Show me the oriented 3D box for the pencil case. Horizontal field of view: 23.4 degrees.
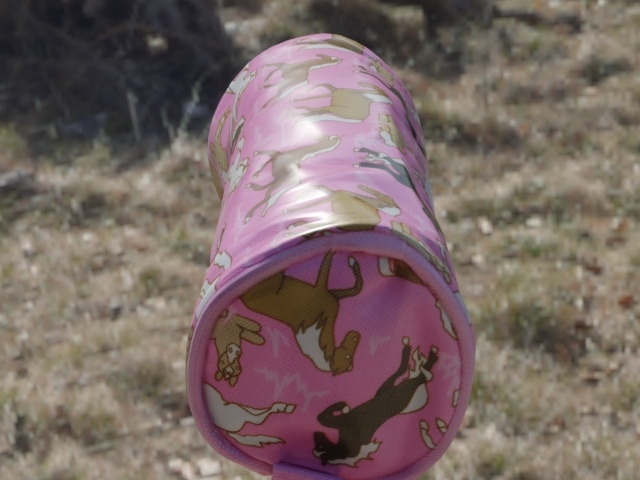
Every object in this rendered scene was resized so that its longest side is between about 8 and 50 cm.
[{"bbox_3d":[0.000,0.000,0.950,0.160,0.167,0.386,-23,21,7],"label":"pencil case"}]
